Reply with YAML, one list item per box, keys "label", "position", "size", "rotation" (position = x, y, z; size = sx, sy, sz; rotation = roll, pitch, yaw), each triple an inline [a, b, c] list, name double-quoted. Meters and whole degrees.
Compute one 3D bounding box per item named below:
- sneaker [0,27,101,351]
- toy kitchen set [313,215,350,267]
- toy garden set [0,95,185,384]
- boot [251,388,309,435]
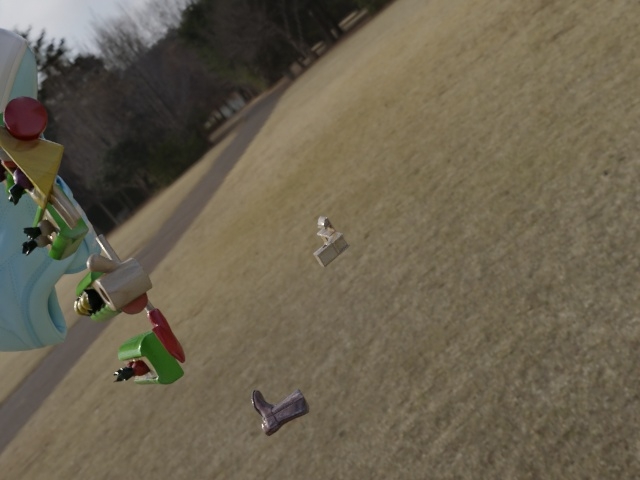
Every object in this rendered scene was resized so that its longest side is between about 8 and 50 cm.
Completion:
- label: "sneaker"
  position: [-0.304, -0.038, 0.795]
  size: [0.135, 0.150, 0.366]
  rotation: [-112, 34, -52]
- label: "toy kitchen set"
  position: [0.000, 0.000, 1.558]
  size: [0.075, 0.068, 0.083]
  rotation: [-40, 25, -18]
- label: "toy garden set"
  position: [-0.191, 0.016, 0.579]
  size: [0.049, 0.244, 0.203]
  rotation: [-35, 5, -25]
- label: "boot"
  position: [-0.079, 0.325, 1.528]
  size: [0.114, 0.106, 0.037]
  rotation: [-38, -30, 21]
